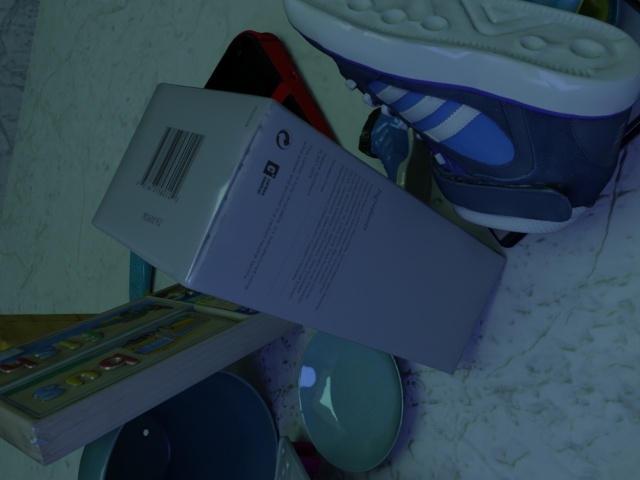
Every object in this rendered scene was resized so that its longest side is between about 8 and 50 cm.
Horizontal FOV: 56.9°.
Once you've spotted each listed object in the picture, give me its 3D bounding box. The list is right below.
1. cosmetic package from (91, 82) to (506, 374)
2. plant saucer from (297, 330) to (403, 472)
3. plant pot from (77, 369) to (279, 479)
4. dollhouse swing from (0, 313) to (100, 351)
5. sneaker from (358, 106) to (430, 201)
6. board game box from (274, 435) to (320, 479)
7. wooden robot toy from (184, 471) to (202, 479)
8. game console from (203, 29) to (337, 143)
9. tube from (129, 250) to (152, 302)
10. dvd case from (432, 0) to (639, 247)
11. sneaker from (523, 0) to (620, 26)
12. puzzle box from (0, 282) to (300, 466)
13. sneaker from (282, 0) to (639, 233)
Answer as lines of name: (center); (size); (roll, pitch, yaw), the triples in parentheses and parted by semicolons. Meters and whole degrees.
cosmetic package: (0.000, 0.000, 0.590); (0.197, 0.366, 0.155); (21, 85, 48)
plant saucer: (0.045, 0.200, 0.777); (0.195, 0.037, 0.194); (-8, 80, 47)
plant pot: (-0.232, 0.334, 0.867); (0.195, 0.290, 0.290); (-11, 77, 42)
dollhouse swing: (-0.422, 0.285, 1.058); (0.305, 0.347, 0.315); (40, 115, 42)
sneaker: (0.089, -0.104, 0.748); (0.085, 0.058, 0.152); (-8, 75, 42)
board game box: (-0.013, 0.480, 0.676); (0.390, 0.050, 0.389); (-173, 89, -76)
wooden robot toy: (-0.191, 0.391, 0.987); (0.076, 0.079, 0.173); (-23, 69, 45)
game console: (-0.141, -0.128, 1.024); (0.386, 0.060, 0.342); (-48, 58, 34)
tube: (-0.388, 0.062, 1.276); (0.080, 0.052, 0.207); (19, 105, 53)
dvd case: (0.235, -0.139, 0.619); (0.253, 0.022, 0.180); (-50, 51, 32)
sneaker: (0.167, -0.220, 0.602); (0.127, 0.208, 0.319); (-52, -2, -18)
puzzle box: (-0.259, 0.150, 0.830); (0.272, 0.409, 0.052); (5, 108, 40)
sneaker: (0.110, -0.113, 0.562); (0.323, 0.130, 0.236); (24, 148, 19)
